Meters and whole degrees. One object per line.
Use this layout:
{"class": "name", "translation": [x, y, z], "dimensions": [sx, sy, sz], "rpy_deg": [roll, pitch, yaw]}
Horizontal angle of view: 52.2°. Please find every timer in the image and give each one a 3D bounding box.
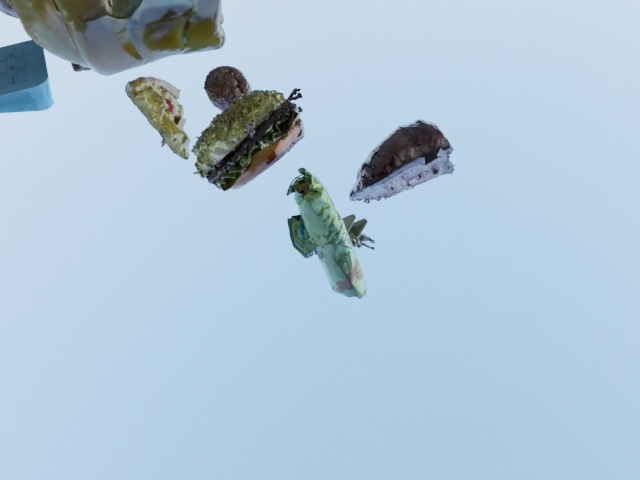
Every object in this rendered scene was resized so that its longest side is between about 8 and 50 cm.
{"class": "timer", "translation": [-0.883, -0.452, 1.803], "dimensions": [0.249, 0.091, 0.232], "rpy_deg": [-12, -127, -20]}

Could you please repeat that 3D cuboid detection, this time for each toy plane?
{"class": "toy plane", "translation": [0.017, -0.043, 1.475], "dimensions": [0.262, 0.192, 0.088], "rpy_deg": [33, -77, 53]}

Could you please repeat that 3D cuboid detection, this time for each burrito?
{"class": "burrito", "translation": [0.000, 0.000, 1.180], "dimensions": [0.104, 0.288, 0.054], "rpy_deg": [-13, -146, 15]}

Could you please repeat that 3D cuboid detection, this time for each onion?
{"class": "onion", "translation": [0.185, -0.196, 1.602], "dimensions": [0.280, 0.314, 0.146], "rpy_deg": [-20, -96, 5]}

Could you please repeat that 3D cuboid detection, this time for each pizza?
{"class": "pizza", "translation": [-0.480, -0.395, 2.094], "dimensions": [0.075, 0.288, 0.280], "rpy_deg": [-26, -172, 20]}

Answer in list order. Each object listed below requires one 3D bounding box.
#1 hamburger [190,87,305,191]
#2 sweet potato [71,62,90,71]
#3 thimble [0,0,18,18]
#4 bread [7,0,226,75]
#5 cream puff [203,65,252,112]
{"class": "hamburger", "translation": [-0.136, -0.203, 1.255], "dimensions": [0.261, 0.139, 0.243], "rpy_deg": [-40, -169, -2]}
{"class": "sweet potato", "translation": [-0.404, -0.530, 1.393], "dimensions": [0.130, 0.130, 0.423], "rpy_deg": [29, -102, 40]}
{"class": "thimble", "translation": [-0.620, -0.596, 1.379], "dimensions": [0.246, 0.217, 0.157], "rpy_deg": [-59, -148, 13]}
{"class": "bread", "translation": [-0.320, -0.413, 1.036], "dimensions": [0.341, 0.301, 0.210], "rpy_deg": [-18, -138, -23]}
{"class": "cream puff", "translation": [-0.255, -0.430, 1.842], "dimensions": [0.084, 0.149, 0.149], "rpy_deg": [-26, -155, 43]}
